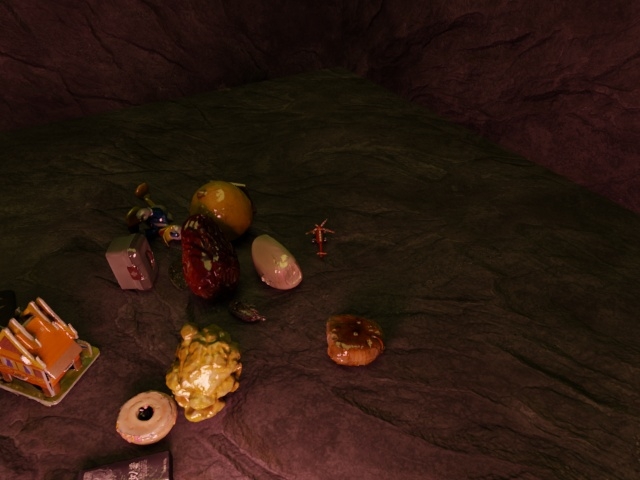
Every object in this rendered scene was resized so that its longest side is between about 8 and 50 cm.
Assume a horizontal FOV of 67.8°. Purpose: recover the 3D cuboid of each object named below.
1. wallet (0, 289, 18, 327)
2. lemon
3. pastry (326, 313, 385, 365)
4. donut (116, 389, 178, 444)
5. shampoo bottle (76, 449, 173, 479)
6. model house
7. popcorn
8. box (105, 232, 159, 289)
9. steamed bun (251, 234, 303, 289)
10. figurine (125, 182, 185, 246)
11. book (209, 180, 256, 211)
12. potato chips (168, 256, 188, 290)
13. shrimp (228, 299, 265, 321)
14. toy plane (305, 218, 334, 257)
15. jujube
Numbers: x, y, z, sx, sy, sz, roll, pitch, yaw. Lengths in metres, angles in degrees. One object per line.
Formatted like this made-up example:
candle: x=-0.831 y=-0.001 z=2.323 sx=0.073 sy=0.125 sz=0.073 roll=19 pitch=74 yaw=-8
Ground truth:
wallet: x=-1.179 y=0.292 z=1.700 sx=0.170 sy=0.044 sz=0.321 roll=-21 pitch=42 yaw=-24
lemon: x=-0.423 y=-0.124 z=2.067 sx=0.260 sy=0.284 sz=0.260 roll=-8 pitch=38 yaw=7
pastry: x=0.109 y=0.337 z=1.632 sx=0.218 sy=0.100 sz=0.229 roll=23 pitch=41 yaw=26
donut: x=-0.507 y=0.524 z=1.402 sx=0.174 sy=0.068 sz=0.174 roll=0 pitch=35 yaw=0
shampoo bottle: x=-0.549 y=0.639 z=1.251 sx=0.309 sy=0.071 sz=0.098 roll=-10 pitch=42 yaw=-11
model house: x=-0.920 y=0.285 z=1.476 sx=0.358 sy=0.313 sz=0.242 roll=17 pitch=37 yaw=10
popcorn: x=-0.352 y=0.383 z=1.438 sx=0.235 sy=0.250 sz=0.242 roll=-18 pitch=43 yaw=-35
box: x=-0.726 y=0.084 z=1.851 sx=0.129 sy=0.210 sz=0.148 roll=-5 pitch=37 yaw=4
steamed bun: x=-0.192 y=0.096 z=1.893 sx=0.152 sy=0.170 sz=0.239 roll=-42 pitch=53 yaw=-18
figurine: x=-0.713 y=-0.092 z=2.099 sx=0.338 sy=0.204 sz=0.283 roll=23 pitch=16 yaw=8
book: x=-0.402 y=-0.203 z=2.216 sx=0.170 sy=0.241 sz=0.018 roll=7 pitch=67 yaw=8
potato chips: x=-0.513 y=0.119 z=1.954 sx=0.220 sy=0.029 sz=0.202 roll=-11 pitch=39 yaw=-14
shrimp: x=-0.268 y=0.264 z=1.751 sx=0.165 sy=0.056 sz=0.065 roll=18 pitch=34 yaw=16
toy plane: x=0.008 y=-0.001 z=2.092 sx=0.126 sy=0.077 sz=0.194 roll=-17 pitch=49 yaw=-17
jujube: x=-0.439 y=0.059 z=1.842 sx=0.216 sy=0.216 sz=0.342 roll=-13 pitch=65 yaw=-17
